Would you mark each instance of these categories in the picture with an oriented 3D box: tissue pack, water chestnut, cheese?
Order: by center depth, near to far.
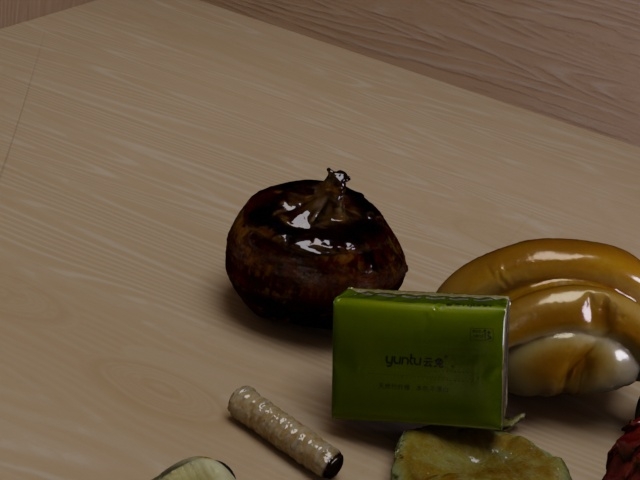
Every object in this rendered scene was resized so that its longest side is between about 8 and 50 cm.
[{"bbox_3d":[0.164,0.186,1.940,0.274,0.200,0.167,2,7,11],"label":"tissue pack"},{"bbox_3d":[0.302,0.301,2.062,0.084,0.041,0.060,29,36,26],"label":"cheese"},{"bbox_3d":[0.000,0.000,2.220,0.350,0.302,0.350,7,27,-4],"label":"water chestnut"}]

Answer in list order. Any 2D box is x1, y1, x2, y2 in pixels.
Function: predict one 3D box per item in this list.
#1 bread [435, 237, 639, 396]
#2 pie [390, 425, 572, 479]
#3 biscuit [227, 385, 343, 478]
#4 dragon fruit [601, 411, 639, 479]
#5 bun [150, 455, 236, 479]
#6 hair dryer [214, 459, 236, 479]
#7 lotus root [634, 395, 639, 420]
[{"bbox_3d":[0.408,0.171,2.143,0.424,0.329,0.245,-1,55,-9],"label":"bread"},{"bbox_3d":[0.243,0.372,1.848,0.306,0.071,0.306,10,23,-4],"label":"pie"},{"bbox_3d":[-0.053,0.298,1.867,0.219,0.055,0.061,30,46,29],"label":"biscuit"},{"bbox_3d":[0.538,0.375,1.810,0.244,0.244,0.299,14,65,1],"label":"dragon fruit"},{"bbox_3d":[-0.183,0.382,1.498,0.229,0.145,0.229,-7,37,5],"label":"bun"},{"bbox_3d":[-0.090,0.400,1.649,0.255,0.070,0.128,27,27,10],"label":"hair dryer"},{"bbox_3d":[0.630,0.298,2.137,0.124,0.123,0.241,13,20,22],"label":"lotus root"}]
